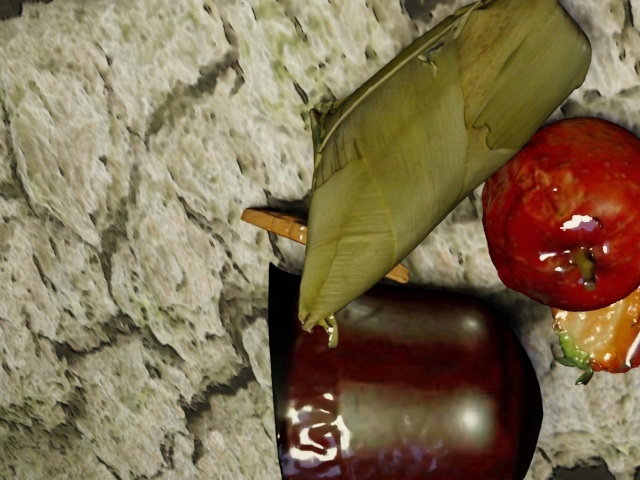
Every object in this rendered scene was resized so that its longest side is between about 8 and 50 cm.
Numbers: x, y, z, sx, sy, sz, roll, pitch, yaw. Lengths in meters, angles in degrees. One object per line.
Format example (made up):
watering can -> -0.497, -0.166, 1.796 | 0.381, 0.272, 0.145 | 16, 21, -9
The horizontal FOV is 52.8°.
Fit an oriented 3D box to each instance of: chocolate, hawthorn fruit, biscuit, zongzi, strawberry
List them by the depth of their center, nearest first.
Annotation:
zongzi -> 0.160, -0.127, 0.668 | 0.447, 0.418, 0.181 | -36, 110, 27
hawthorn fruit -> 0.300, -0.016, 0.744 | 0.211, 0.266, 0.230 | 16, 116, 0
chocolate -> 0.109, 0.202, 0.860 | 0.332, 0.383, 0.383 | -8, 111, 0
strawberry -> 0.388, 0.100, 0.866 | 0.140, 0.085, 0.192 | -5, 76, 42
biscuit -> 0.000, 0.000, 0.885 | 0.280, 0.183, 0.043 | 24, 87, 34
